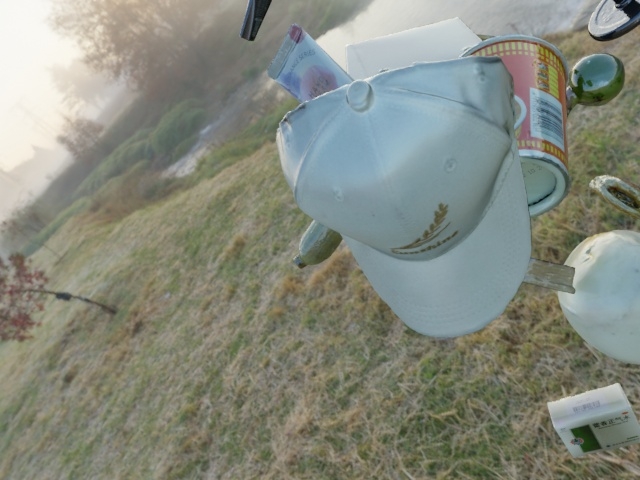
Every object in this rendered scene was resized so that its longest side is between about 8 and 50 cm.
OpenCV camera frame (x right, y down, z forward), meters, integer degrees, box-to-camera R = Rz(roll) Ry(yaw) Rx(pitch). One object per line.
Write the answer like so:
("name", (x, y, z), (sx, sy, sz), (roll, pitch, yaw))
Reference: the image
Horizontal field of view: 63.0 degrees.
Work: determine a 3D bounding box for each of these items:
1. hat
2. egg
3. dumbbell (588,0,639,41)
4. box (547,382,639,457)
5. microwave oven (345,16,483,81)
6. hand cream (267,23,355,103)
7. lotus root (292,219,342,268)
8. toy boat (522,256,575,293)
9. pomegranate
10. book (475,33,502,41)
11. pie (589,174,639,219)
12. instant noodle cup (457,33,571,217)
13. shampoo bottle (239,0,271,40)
("hat", (0.094, -0.021, 0.535), (0.258, 0.301, 0.168), (-17, 17, 22))
("egg", (0.744, 0.147, 1.252), (0.283, 0.345, 0.283), (-44, 9, 9))
("dumbbell", (0.230, -0.208, 0.421), (0.069, 0.147, 0.069), (-49, 21, 26))
("box", (0.805, 0.527, 1.528), (0.212, 0.168, 0.095), (-26, 24, 23))
("microwave oven", (0.234, -0.278, 1.276), (0.333, 0.394, 0.247), (-13, 42, 4))
("hand cream", (0.051, -0.222, 0.922), (0.078, 0.341, 0.124), (-50, 2, -41))
("lotus root", (0.001, 0.001, 1.266), (0.183, 0.090, 0.077), (-52, 36, 15))
("toy boat", (0.473, 0.067, 1.188), (0.116, 0.188, 0.061), (-117, 39, -85))
("pomegranate", (0.673, -0.387, 1.333), (0.191, 0.131, 0.152), (-36, -9, 3))
("book", (0.418, -0.546, 1.425), (0.242, 0.018, 0.170), (17, 18, 26))
("pie", (0.894, -0.128, 1.529), (0.084, 0.205, 0.179), (-60, -14, 20))
("instant noodle cup", (0.268, -0.146, 0.738), (0.193, 0.193, 0.212), (-25, 43, 38))
("shampoo bottle", (-0.104, -0.413, 0.897), (0.048, 0.027, 0.137), (-17, -35, -46))
